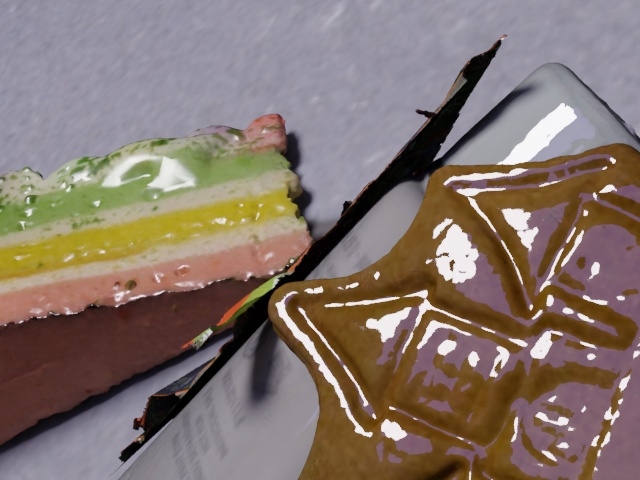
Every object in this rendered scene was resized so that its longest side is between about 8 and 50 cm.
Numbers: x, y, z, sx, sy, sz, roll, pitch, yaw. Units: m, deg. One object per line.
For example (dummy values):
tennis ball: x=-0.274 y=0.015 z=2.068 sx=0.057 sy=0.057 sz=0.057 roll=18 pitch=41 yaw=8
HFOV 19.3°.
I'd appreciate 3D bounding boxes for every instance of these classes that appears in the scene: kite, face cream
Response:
kite: x=0.000 y=0.000 z=0.703 sx=0.241 sy=0.014 sz=0.183 roll=-47 pitch=-6 yaw=31
face cream: x=-0.005 y=0.068 z=0.676 sx=0.314 sy=0.089 sz=0.143 roll=-42 pitch=24 yaw=9

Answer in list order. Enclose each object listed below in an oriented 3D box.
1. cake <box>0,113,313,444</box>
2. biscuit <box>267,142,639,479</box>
cake: x=-0.106 y=0.022 z=0.852 sx=0.225 sy=0.090 sz=0.109 roll=-14 pitch=40 yaw=7
biscuit: x=0.073 y=0.055 z=0.572 sx=0.215 sy=0.034 sz=0.182 roll=19 pitch=81 yaw=26
